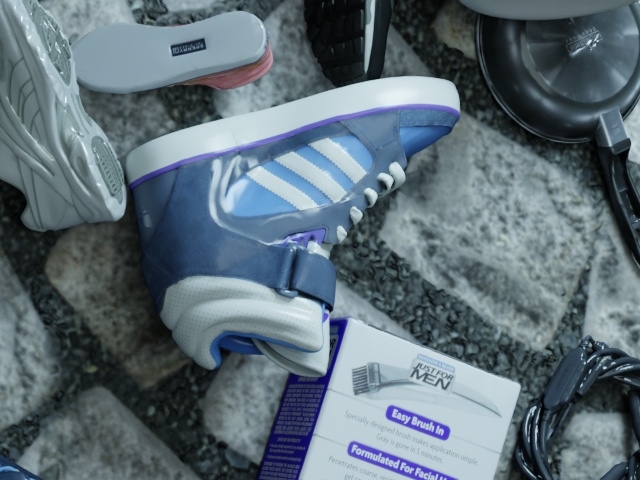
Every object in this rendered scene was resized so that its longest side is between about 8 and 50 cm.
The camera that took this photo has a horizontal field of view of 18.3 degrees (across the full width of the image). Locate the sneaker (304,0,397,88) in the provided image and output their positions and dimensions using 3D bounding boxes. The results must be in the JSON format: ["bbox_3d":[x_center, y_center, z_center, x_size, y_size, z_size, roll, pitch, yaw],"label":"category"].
[{"bbox_3d":[0.060,-0.278,1.828,0.124,0.107,0.283,0,86,-31],"label":"sneaker"}]

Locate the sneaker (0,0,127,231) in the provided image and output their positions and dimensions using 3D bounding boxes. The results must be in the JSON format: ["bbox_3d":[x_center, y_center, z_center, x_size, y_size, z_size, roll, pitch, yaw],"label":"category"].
[{"bbox_3d":[-0.255,-0.107,1.667,0.115,0.090,0.232,-19,100,12],"label":"sneaker"}]

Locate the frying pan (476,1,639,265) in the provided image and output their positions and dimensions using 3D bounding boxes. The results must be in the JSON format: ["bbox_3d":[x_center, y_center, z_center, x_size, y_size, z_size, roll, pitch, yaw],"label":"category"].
[{"bbox_3d":[0.248,-0.130,1.936,0.197,0.053,0.326,0,84,-24],"label":"frying pan"}]

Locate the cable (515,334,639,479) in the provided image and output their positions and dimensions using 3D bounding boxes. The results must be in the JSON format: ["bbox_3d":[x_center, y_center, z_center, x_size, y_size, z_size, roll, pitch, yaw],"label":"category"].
[{"bbox_3d":[0.267,0.195,1.926,0.150,0.047,0.184,37,70,-23],"label":"cable"}]

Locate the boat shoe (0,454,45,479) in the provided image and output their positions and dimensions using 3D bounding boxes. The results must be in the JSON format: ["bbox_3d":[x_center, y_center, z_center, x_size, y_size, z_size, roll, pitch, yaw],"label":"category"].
[{"bbox_3d":[-0.268,0.215,1.648,0.258,0.089,0.109,20,78,-22],"label":"boat shoe"}]

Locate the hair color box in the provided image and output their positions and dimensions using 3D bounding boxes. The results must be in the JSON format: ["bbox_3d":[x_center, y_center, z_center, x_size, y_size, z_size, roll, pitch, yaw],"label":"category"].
[{"bbox_3d":[0.035,0.257,1.776,0.185,0.110,0.338,23,79,-20],"label":"hair color box"}]

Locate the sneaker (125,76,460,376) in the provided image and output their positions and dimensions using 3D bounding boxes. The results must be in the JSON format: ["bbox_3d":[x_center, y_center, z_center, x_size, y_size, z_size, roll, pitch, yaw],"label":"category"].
[{"bbox_3d":[0.000,0.000,1.746,0.323,0.130,0.236,-14,80,-18],"label":"sneaker"}]

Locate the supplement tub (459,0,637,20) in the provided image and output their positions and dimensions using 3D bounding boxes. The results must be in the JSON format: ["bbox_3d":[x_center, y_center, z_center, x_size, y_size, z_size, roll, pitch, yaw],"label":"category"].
[{"bbox_3d":[0.211,-0.383,1.820,0.228,0.228,0.316,1,76,-25],"label":"supplement tub"}]

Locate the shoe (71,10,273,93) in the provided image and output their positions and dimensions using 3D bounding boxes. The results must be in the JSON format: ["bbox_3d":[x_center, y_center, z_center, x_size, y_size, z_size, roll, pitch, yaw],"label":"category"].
[{"bbox_3d":[-0.130,-0.158,1.754,0.178,0.081,0.063,-9,77,4],"label":"shoe"}]
